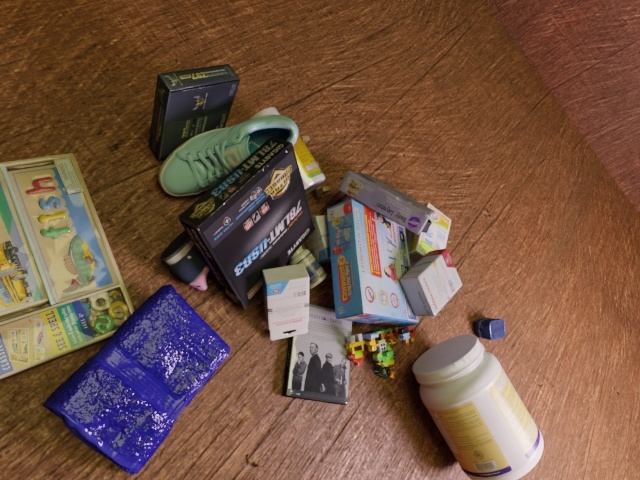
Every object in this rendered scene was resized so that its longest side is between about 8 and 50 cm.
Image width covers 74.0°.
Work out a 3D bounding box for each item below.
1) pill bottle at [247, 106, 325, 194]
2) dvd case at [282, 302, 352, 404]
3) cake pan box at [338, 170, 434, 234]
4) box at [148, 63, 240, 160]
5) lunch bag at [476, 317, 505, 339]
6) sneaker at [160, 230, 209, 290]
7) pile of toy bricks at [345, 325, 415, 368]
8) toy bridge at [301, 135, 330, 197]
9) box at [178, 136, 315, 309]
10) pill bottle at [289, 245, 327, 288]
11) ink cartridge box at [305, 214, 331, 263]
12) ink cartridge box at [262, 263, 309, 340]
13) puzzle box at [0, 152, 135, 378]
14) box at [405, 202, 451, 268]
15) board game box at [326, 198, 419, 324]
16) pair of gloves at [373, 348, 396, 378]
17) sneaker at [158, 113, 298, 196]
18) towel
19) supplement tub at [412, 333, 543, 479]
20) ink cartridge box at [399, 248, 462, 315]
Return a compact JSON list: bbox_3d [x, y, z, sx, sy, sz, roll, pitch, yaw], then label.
[{"bbox_3d":[-0.104,-0.240,1.190,0.136,0.136,0.246,-31,89,-37],"label":"pill bottle"},{"bbox_3d":[-0.001,0.291,1.107,0.179,0.029,0.239,19,61,-25],"label":"dvd case"},{"bbox_3d":[0.207,-0.114,1.244,0.266,0.070,0.245,31,16,12],"label":"cake pan box"},{"bbox_3d":[-0.309,-0.307,1.027,0.183,0.233,0.059,-27,74,-37],"label":"box"},{"bbox_3d":[0.573,0.301,1.447,0.098,0.065,0.067,1,86,-33],"label":"lunch bag"},{"bbox_3d":[-0.239,-0.013,1.049,0.319,0.112,0.131,-48,116,-33],"label":"sneaker"},{"bbox_3d":[0.176,0.299,1.162,0.212,0.118,0.105,1,78,-44],"label":"pile of toy bricks"},{"bbox_3d":[-0.028,-0.216,1.275,0.026,0.063,0.188,-16,82,-36],"label":"toy bridge"},{"bbox_3d":[-0.145,-0.036,0.987,0.295,0.073,0.293,-48,144,-27],"label":"box"},{"bbox_3d":[-0.042,0.066,1.149,0.067,0.067,0.120,-40,94,-37],"label":"pill bottle"},{"bbox_3d":[0.000,0.000,1.188,0.052,0.088,0.123,-9,77,-35],"label":"ink cartridge box"},{"bbox_3d":[-0.085,0.152,1.039,0.104,0.180,0.060,-8,34,-16],"label":"ink cartridge box"},{"bbox_3d":[-0.567,0.035,0.838,0.272,0.052,0.409,-20,83,-36],"label":"puzzle box"},{"bbox_3d":[0.340,-0.004,1.397,0.114,0.103,0.203,34,56,-17],"label":"box"},{"bbox_3d":[0.152,0.077,1.193,0.301,0.086,0.309,20,59,-48],"label":"board game box"},{"bbox_3d":[0.184,0.349,1.212,0.074,0.010,0.083,21,62,-18],"label":"pair of gloves"},{"bbox_3d":[-0.220,-0.212,1.017,0.365,0.150,0.135,-30,109,-8],"label":"sneaker"},{"bbox_3d":[-0.334,0.268,0.844,0.228,0.076,0.308,54,52,-24],"label":"towel"},{"bbox_3d":[0.426,0.458,1.180,0.241,0.241,0.331,-28,87,-37],"label":"supplement tub"},{"bbox_3d":[0.321,0.121,1.232,0.175,0.072,0.128,-33,103,-38],"label":"ink cartridge box"}]
